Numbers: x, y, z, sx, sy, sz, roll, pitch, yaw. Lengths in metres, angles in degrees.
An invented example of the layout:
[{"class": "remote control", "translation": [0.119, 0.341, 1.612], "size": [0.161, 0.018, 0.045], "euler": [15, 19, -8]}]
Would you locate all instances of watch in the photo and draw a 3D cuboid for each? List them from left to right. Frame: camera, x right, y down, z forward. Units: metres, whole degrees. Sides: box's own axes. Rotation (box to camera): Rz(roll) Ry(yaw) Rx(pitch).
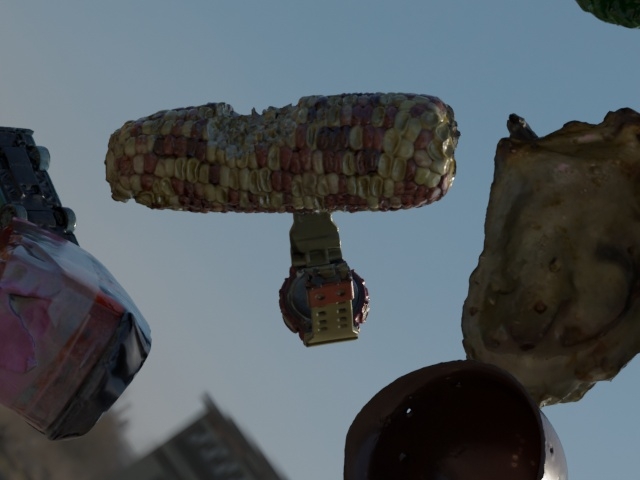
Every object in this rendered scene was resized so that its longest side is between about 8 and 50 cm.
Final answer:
[{"class": "watch", "translation": [0.001, 0.008, 2.010], "size": [0.268, 0.102, 0.165], "euler": [89, -8, -63]}]

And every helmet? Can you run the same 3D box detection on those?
[{"class": "helmet", "translation": [0.109, 0.174, 1.363], "size": [0.175, 0.155, 0.106], "euler": [3, -20, 37]}]

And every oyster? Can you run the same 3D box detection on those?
[{"class": "oyster", "translation": [0.260, 0.035, 1.778], "size": [0.221, 0.096, 0.361], "euler": [24, -58, 25]}]

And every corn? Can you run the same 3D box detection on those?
[{"class": "corn", "translation": [-0.034, -0.068, 1.475], "size": [0.098, 0.289, 0.098], "euler": [0, 90, -81]}]

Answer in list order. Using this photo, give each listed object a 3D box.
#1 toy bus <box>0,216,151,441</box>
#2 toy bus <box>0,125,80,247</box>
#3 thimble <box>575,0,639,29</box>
[{"class": "toy bus", "translation": [-0.234, 0.071, 1.570], "size": [0.147, 0.127, 0.302], "euler": [34, 0, -10]}, {"class": "toy bus", "translation": [-0.295, -0.024, 1.785], "size": [0.079, 0.092, 0.160], "euler": [1, 53, -47]}, {"class": "thimble", "translation": [0.289, -0.251, 1.668], "size": [0.130, 0.090, 0.118], "euler": [23, -40, -11]}]
